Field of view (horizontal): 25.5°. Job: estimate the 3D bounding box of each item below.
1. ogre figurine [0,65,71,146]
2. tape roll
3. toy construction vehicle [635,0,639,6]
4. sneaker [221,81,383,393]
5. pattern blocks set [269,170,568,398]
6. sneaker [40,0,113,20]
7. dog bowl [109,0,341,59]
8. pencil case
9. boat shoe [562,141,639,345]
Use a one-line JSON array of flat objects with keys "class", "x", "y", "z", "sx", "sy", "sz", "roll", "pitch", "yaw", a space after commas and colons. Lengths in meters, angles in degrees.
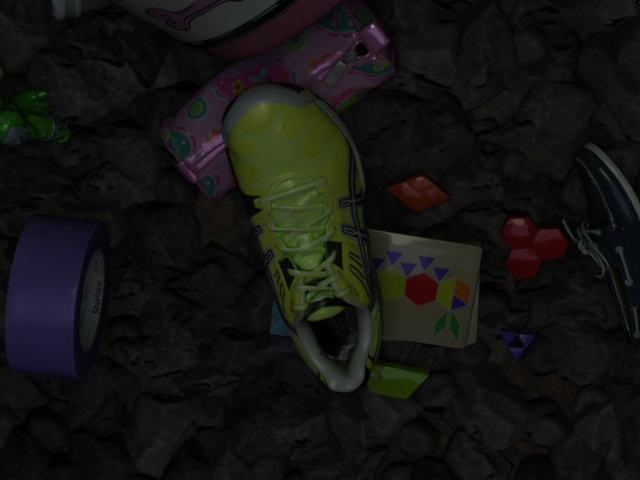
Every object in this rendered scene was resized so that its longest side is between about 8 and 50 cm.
[{"class": "ogre figurine", "x": -0.385, "y": -0.163, "z": 1.623, "sx": 0.097, "sy": 0.118, "sz": 0.197, "roll": -36, "pitch": 103, "yaw": 15}, {"class": "tape roll", "x": -0.305, "y": 0.066, "z": 1.659, "sx": 0.080, "sy": 0.189, "sz": 0.189, "roll": 7, "pitch": 110, "yaw": 3}, {"class": "toy construction vehicle", "x": 0.395, "y": -0.263, "z": 1.567, "sx": 0.098, "sy": 0.035, "sz": 0.086, "roll": -42, "pitch": 101, "yaw": 16}, {"class": "sneaker", "x": 0.000, "y": 0.000, "z": 1.561, "sx": 0.145, "sy": 0.147, "sz": 0.384, "roll": -19, "pitch": 123, "yaw": 4}, {"class": "pattern blocks set", "x": 0.107, "y": 0.056, "z": 1.708, "sx": 0.325, "sy": 0.026, "sz": 0.285, "roll": 16, "pitch": 110, "yaw": -1}, {"class": "sneaker", "x": -0.260, "y": -0.387, "z": 1.563, "sx": 0.115, "sy": 0.105, "sz": 0.281, "roll": -8, "pitch": 109, "yaw": -24}, {"class": "dog bowl", "x": -0.043, "y": -0.353, "z": 1.398, "sx": 0.408, "sy": 0.408, "sz": 0.150, "roll": -40, "pitch": 119, "yaw": 16}, {"class": "pencil case", "x": -0.043, "y": -0.166, "z": 1.594, "sx": 0.284, "sy": 0.124, "sz": 0.124, "roll": -33, "pitch": 103, "yaw": 16}, {"class": "boat shoe", "x": 0.341, "y": 0.007, "z": 1.639, "sx": 0.079, "sy": 0.095, "sz": 0.254, "roll": -28, "pitch": 114, "yaw": 2}]
